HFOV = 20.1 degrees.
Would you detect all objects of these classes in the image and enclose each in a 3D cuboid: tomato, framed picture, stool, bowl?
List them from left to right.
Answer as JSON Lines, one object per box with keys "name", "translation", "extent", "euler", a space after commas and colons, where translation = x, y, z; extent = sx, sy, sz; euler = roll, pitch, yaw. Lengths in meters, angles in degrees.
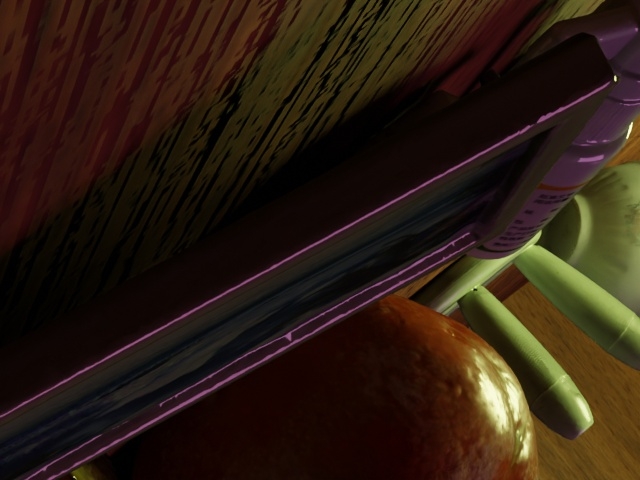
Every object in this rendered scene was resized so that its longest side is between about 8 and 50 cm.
{"name": "framed picture", "translation": [-0.061, 0.042, 0.591], "extent": [0.315, 0.024, 0.232], "euler": [-30, 172, -6]}
{"name": "tomato", "translation": [0.000, 0.129, 0.957], "extent": [0.232, 0.188, 0.232], "euler": [-35, 139, -36]}
{"name": "stool", "translation": [0.183, 0.109, 1.731], "extent": [0.195, 0.199, 0.195], "euler": [-29, 170, -43]}
{"name": "bowl", "translation": [0.273, 0.000, 1.817], "extent": [0.086, 0.189, 0.189], "euler": [13, 144, -26]}

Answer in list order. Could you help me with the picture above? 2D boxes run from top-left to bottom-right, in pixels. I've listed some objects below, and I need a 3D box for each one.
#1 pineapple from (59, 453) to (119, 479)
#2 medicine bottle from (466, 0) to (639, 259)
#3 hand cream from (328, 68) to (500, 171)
{"name": "pineapple", "translation": [-0.133, 0.126, 0.812], "extent": [0.137, 0.069, 0.116], "euler": [-33, -176, 41]}
{"name": "medicine bottle", "translation": [0.099, -0.054, 0.838], "extent": [0.092, 0.061, 0.221], "euler": [-14, 163, -23]}
{"name": "hand cream", "translation": [0.000, 0.000, 0.730], "extent": [0.194, 0.042, 0.067], "euler": [-36, 169, 6]}
